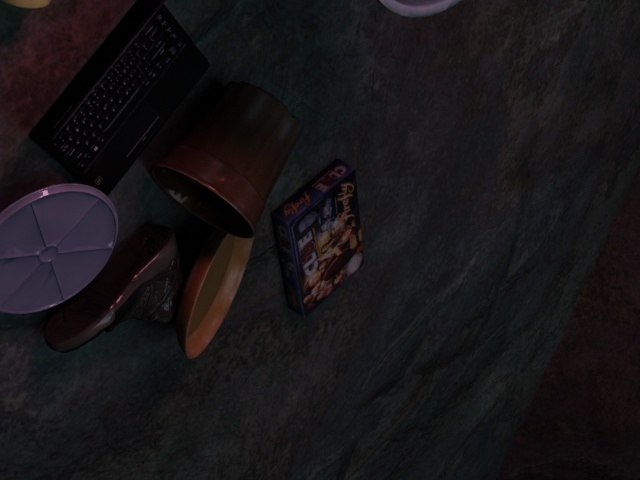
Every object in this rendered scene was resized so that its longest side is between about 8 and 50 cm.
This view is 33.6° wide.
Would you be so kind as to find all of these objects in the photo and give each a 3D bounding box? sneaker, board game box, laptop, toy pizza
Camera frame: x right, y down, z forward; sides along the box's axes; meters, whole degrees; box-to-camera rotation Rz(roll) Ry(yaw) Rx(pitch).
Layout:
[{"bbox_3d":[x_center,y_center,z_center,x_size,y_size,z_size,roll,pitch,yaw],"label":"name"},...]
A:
[{"bbox_3d":[-0.272,0.093,1.461,0.227,0.087,0.130,-47,142,-29],"label":"sneaker"},{"bbox_3d":[0.000,0.000,1.816,0.165,0.042,0.243,-41,145,-26],"label":"board game box"},{"bbox_3d":[-0.217,-0.171,1.259,0.234,0.137,0.264,-53,149,-9],"label":"laptop"},{"bbox_3d":[-0.345,0.008,1.318,0.201,0.032,0.201,-29,144,-24],"label":"toy pizza"}]

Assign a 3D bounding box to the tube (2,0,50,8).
[{"bbox_3d":[-0.279,-0.350,1.051,0.070,0.062,0.240,-78,-173,-55],"label":"tube"}]

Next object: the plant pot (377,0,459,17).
[{"bbox_3d":[0.026,-0.462,1.160,0.341,0.334,0.341,-36,142,-34],"label":"plant pot"}]

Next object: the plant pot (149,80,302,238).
[{"bbox_3d":[-0.118,-0.116,1.443,0.165,0.167,0.167,-58,150,-17],"label":"plant pot"}]

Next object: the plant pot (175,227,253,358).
[{"bbox_3d":[-0.160,0.061,1.579,0.236,0.032,0.236,22,90,-81],"label":"plant pot"}]
